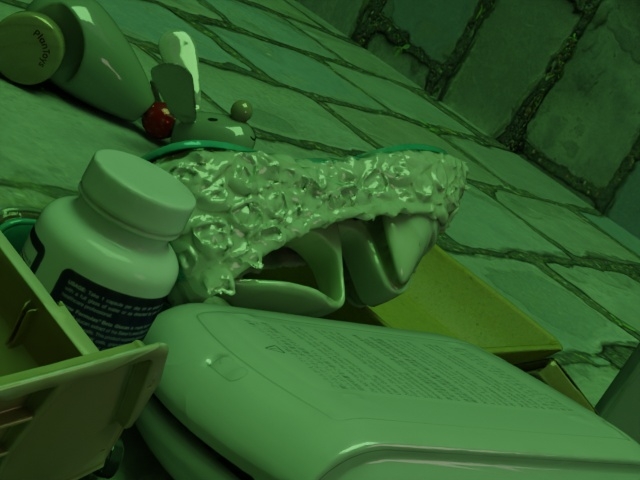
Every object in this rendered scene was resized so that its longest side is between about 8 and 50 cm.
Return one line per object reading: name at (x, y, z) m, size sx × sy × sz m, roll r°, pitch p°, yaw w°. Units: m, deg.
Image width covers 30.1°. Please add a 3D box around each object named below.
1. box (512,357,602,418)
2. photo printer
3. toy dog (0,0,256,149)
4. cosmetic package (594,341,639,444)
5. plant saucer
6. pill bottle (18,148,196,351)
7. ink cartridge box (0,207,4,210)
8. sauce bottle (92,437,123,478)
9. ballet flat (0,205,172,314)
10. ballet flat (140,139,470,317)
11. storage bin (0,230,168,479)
box at (0.211, 0.183, 0.949) m, size 0.201 × 0.021 × 0.164 m, roll 52°, pitch -14°, yaw 1°
photo printer at (0.034, 0.130, 0.790) m, size 0.307 × 0.107 × 0.256 m, roll 10°, pitch 11°, yaw -35°
toy dog at (-0.217, -0.220, 1.412) m, size 0.333 × 0.161 × 0.220 m, roll 21°, pitch 18°, yaw -30°
cosmetic package at (0.534, 0.238, 1.251) m, size 0.453 × 0.230 × 0.161 m, roll 34°, pitch 15°, yaw 10°
plant saucer at (0.046, 0.045, 1.228) m, size 0.333 × 0.081 × 0.332 m, roll 40°, pitch 19°, yaw 29°
pill bottle at (-0.147, 0.032, 0.746) m, size 0.094 × 0.169 × 0.094 m, roll 28°, pitch 16°, yaw -9°
ink cartridge box at (-0.316, 0.005, 0.728) m, size 0.186 × 0.065 × 0.311 m, roll 28°, pitch 17°, yaw -7°
sauce bottle at (-0.176, 0.109, 0.689) m, size 0.128 × 0.042 × 0.042 m, roll 20°, pitch 19°, yaw -29°
ballet flat at (-0.181, 0.025, 0.853) m, size 0.068 × 0.072 × 0.213 m, roll 36°, pitch -1°, yaw 38°
ballet flat at (0.000, 0.000, 0.985) m, size 0.147 × 0.147 × 0.409 m, roll 40°, pitch 27°, yaw 31°
storage bin at (-0.245, 0.017, 0.548) m, size 0.260 × 0.123 × 0.262 m, roll -11°, pitch 51°, yaw -50°
